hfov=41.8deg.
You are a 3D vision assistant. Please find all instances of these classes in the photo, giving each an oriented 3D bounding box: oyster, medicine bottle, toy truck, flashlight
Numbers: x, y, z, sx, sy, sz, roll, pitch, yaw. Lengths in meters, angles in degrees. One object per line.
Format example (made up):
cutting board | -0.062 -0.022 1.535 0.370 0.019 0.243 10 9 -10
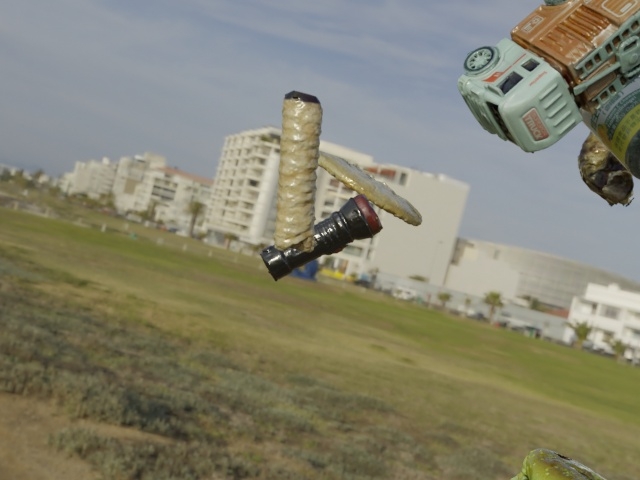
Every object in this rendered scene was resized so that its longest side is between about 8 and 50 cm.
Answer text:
oyster | 0.693 -0.188 2.013 0.094 0.166 0.294 26 24 -14
medicine bottle | 0.537 -0.240 1.488 0.142 0.141 0.293 15 33 -31
toy truck | 0.354 -0.257 1.159 0.136 0.305 0.162 46 5 -39
flashlight | 0.000 0.000 1.591 0.232 0.093 0.093 -30 1 0

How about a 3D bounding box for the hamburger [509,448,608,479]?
hamburger | 0.324 0.352 1.090 0.235 0.125 0.214 27 -6 -15

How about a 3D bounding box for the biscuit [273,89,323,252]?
biscuit | -0.028 -0.089 1.126 0.061 0.219 0.055 3 14 -13

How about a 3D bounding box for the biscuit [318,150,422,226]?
biscuit | 0.100 -0.111 1.739 0.266 0.040 0.188 32 12 -8
